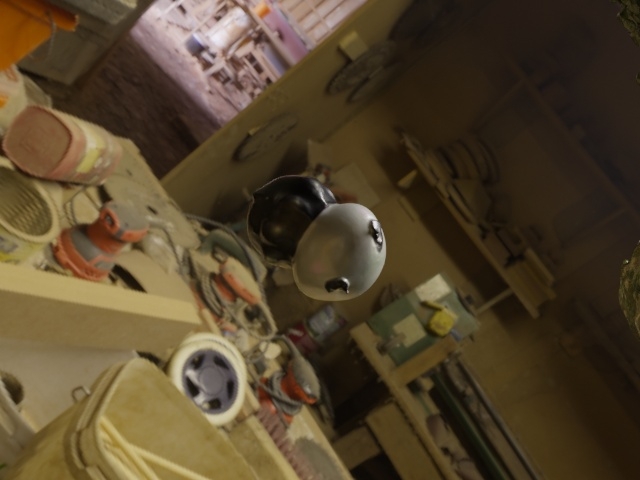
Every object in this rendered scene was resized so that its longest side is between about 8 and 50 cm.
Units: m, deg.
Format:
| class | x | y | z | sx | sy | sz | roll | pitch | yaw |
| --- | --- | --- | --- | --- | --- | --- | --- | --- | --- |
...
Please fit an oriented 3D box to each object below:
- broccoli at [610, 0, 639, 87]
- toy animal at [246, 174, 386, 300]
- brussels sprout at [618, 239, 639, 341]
| class | x | y | z | sx | sy | sz | roll | pitch | yaw |
| --- | --- | --- | --- | --- | --- | --- | --- | --- | --- |
| broccoli | 0.296 | -0.160 | 0.348 | 0.272 | 0.334 | 0.324 | 8 | -24 | 39 |
| toy animal | 0.000 | 0.000 | 1.520 | 0.310 | 0.250 | 0.251 | 28 | -3 | 35 |
| brussels sprout | 0.652 | 0.080 | 1.120 | 0.371 | 0.276 | 0.314 | 90 | -5 | -63 |
